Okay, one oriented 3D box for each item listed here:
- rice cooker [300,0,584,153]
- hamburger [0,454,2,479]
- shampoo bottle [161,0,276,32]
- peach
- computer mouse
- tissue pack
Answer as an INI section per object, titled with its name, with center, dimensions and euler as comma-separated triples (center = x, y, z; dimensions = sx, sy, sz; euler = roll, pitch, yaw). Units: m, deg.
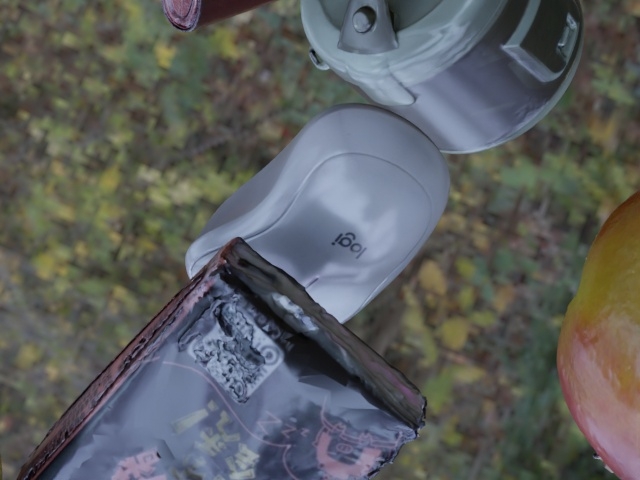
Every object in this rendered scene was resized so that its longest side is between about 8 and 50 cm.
[rice cooker]
center = 0.162, -0.311, 2.252
dimensions = 0.335, 0.335, 0.325
euler = 10, 161, 39
[hamburger]
center = -0.387, 0.262, 1.523
dimensions = 0.186, 0.261, 0.302
euler = -5, -174, -6
[shampoo bottle]
center = -0.058, -0.301, 1.815
dimensions = 0.064, 0.260, 0.102
euler = 27, 126, 33
[peach]
center = 0.405, 0.107, 1.547
dimensions = 0.380, 0.306, 0.242
euler = 22, 143, 20
[computer mouse]
center = 0.000, 0.000, 1.655
dimensions = 0.184, 0.121, 0.297
euler = 32, 120, -28
[tissue pack]
center = -0.094, 0.184, 1.520
dimensions = 0.245, 0.332, 0.123
euler = 40, -160, -5
